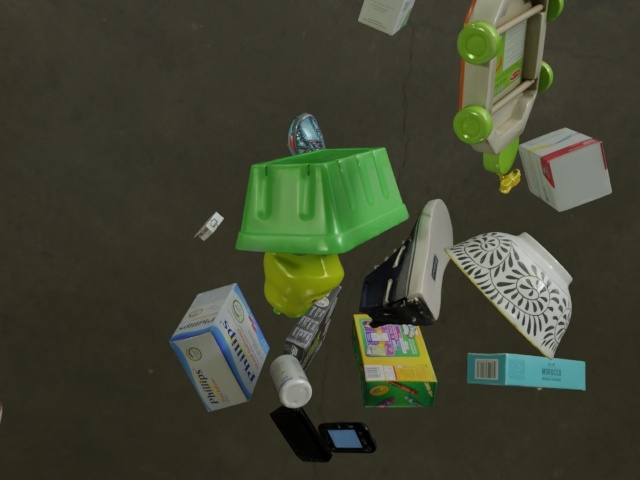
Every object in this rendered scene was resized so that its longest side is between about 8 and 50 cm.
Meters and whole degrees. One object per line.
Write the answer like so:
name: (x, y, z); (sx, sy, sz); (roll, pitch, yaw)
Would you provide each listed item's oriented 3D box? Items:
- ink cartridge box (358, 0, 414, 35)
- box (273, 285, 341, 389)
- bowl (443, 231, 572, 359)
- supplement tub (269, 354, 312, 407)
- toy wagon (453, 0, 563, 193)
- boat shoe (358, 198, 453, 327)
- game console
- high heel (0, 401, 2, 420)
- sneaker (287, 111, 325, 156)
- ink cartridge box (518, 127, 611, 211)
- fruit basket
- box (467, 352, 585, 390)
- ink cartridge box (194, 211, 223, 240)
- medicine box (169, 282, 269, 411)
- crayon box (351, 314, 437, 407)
ink cartridge box: (0.178, -0.598, 1.535); (0.093, 0.154, 0.212); (26, 123, 7)
box: (-0.035, 0.273, 1.885); (0.060, 0.270, 0.216); (23, 129, 9)
bowl: (0.225, 0.044, 0.750); (0.080, 0.170, 0.170); (-44, 103, 9)
supplement tub: (-0.064, 0.298, 1.423); (0.071, 0.107, 0.071); (-6, 113, -14)
toy wagon: (0.283, -0.237, 1.037); (0.068, 0.267, 0.344); (19, 128, 31)
boat shoe: (0.182, 0.044, 1.447); (0.158, 0.340, 0.127); (-13, 125, 30)
game console: (0.014, 0.596, 2.070); (0.361, 0.044, 0.213); (-16, 111, 42)
high heel: (-0.600, 0.343, 0.979); (0.181, 0.377, 0.127); (21, 109, -15)
sneaker: (0.004, -0.202, 1.711); (0.125, 0.104, 0.261); (5, 115, 52)
ink cartridge box: (0.552, -0.165, 1.530); (0.127, 0.176, 0.128); (-21, 111, 1)
fruit basket: (0.000, 0.000, 1.412); (0.283, 0.392, 0.392); (3, 117, 29)
box: (0.412, 0.262, 1.337); (0.244, 0.100, 0.060); (11, 76, -33)
ink cartridge box: (-0.291, -0.032, 1.749); (0.028, 0.083, 0.048); (43, 130, -12)
medicine box: (-0.299, 0.321, 2.052); (0.149, 0.289, 0.263); (-18, 111, 16)
crayon box: (0.173, 0.287, 1.645); (0.165, 0.278, 0.081); (1, 117, -4)
